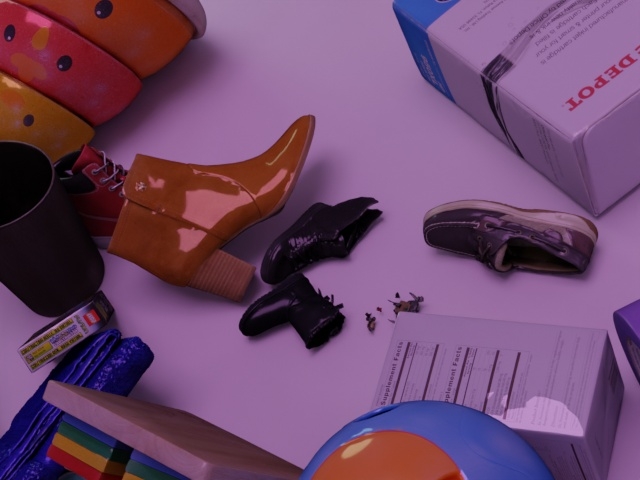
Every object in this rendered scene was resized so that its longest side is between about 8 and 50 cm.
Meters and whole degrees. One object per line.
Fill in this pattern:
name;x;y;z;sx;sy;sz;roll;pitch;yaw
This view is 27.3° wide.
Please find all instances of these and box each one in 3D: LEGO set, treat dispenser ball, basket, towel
LEGO set;0.097;0.093;1.669;0.083;0.023;0.054;-12;47;31
treat dispenser ball;0.106;0.305;1.317;0.288;0.288;0.288;-11;51;14
basket;-0.402;-0.007;1.814;0.204;0.227;0.154;5;56;27
towel;-0.352;0.236;1.637;0.308;0.076;0.228;-51;19;-23

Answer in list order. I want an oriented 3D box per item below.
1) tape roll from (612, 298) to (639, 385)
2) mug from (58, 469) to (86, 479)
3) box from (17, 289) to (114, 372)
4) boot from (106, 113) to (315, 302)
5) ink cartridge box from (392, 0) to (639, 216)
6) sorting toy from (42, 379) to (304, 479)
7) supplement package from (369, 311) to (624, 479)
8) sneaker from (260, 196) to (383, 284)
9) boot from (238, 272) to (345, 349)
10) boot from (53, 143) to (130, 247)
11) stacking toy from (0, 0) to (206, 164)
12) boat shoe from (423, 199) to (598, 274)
tape roll;0.389;0.142;1.393;0.080;0.189;0.189;-26;49;3
mug;-0.266;0.328;1.582;0.158;0.097;0.129;-16;49;12
box;-0.330;0.116;1.729;0.114;0.036;0.207;-34;5;-5
boot;-0.148;-0.079;1.773;0.211;0.104;0.295;25;77;-4
ink cartridge box;0.331;-0.258;1.743;0.285;0.166;0.395;-37;48;-7
sorting toy;-0.157;0.262;1.501;0.255;0.257;0.089;20;87;36
supplement package;0.200;0.177;1.477;0.244;0.139;0.134;4;57;25
sneaker;0.001;0.002;1.756;0.089;0.051;0.170;22;62;39
boot;-0.034;0.104;1.698;0.121;0.045;0.099;-38;52;-10
boot;-0.248;-0.072;1.835;0.244;0.176;0.088;-5;50;17
stacking toy;-0.418;-0.229;2.001;0.351;0.350;0.480;22;83;34
boat shoe;0.229;0.002;1.642;0.224;0.080;0.073;5;51;20
